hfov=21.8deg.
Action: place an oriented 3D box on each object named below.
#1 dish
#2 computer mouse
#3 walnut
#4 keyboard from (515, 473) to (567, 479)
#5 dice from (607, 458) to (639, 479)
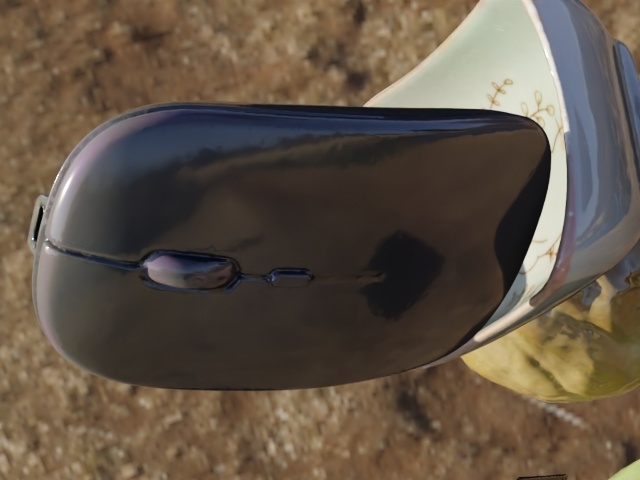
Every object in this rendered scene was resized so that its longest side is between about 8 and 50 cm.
[{"bbox_3d":[0.093,-0.029,0.814,0.077,0.212,0.151,-3,74,-20],"label":"dish"},{"bbox_3d":[0.001,0.001,0.651,0.232,0.120,0.057,0,29,-36],"label":"computer mouse"},{"bbox_3d":[0.220,0.003,1.540,0.285,0.285,0.296,-4,64,11],"label":"walnut"},{"bbox_3d":[0.106,0.222,0.885,0.015,0.196,0.074,9,1,35],"label":"keyboard"},{"bbox_3d":[0.307,0.333,1.480,0.249,0.252,0.254,54,24,14],"label":"dice"}]
